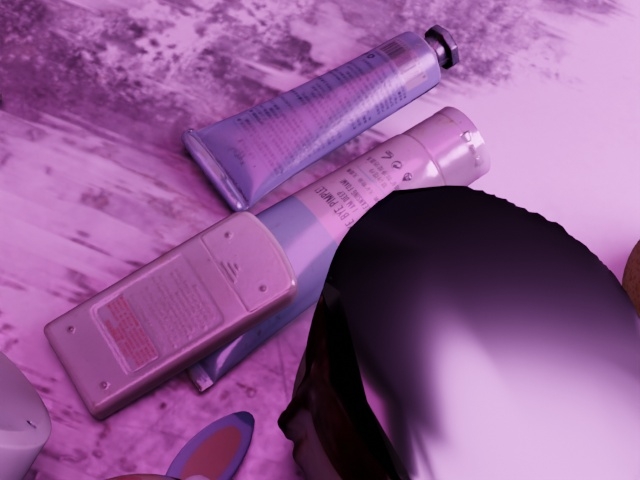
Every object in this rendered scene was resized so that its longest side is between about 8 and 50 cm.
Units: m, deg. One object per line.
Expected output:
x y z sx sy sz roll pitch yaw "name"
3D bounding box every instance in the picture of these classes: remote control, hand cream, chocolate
-0.111 0.054 1.097 0.190 0.029 0.087 -32 71 -8 "remote control"
0.008 -0.116 1.227 0.256 0.055 0.088 -30 76 -21 "hand cream"
0.000 0.000 1.162 0.312 0.070 0.111 -32 71 -16 "hand cream"
0.091 0.122 1.015 0.284 0.186 0.283 18 50 -23 "chocolate"

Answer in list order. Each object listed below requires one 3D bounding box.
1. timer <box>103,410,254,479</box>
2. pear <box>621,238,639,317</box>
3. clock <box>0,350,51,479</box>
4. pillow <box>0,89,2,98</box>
-0.084 0.204 0.962 0.175 0.175 0.255 41 61 15 "timer"
0.320 0.038 1.135 0.167 0.136 0.167 3 55 -4 "pear"
-0.293 0.094 0.952 0.230 0.230 0.083 33 96 11 "clock"
-0.392 -0.137 1.184 0.233 0.043 0.126 -16 68 -20 "pillow"
